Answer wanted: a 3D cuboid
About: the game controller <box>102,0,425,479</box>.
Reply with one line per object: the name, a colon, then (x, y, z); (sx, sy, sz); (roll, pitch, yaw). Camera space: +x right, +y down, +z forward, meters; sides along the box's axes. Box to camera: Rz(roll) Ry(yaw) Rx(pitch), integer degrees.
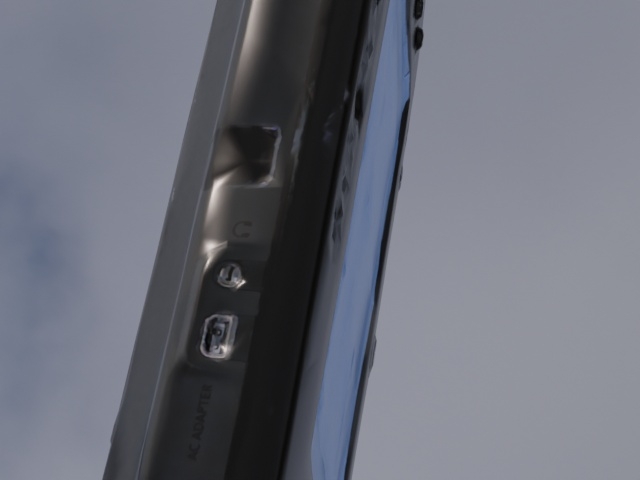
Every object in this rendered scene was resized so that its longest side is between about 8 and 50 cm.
game controller: (0.000, 0.000, 0.507); (0.067, 0.166, 0.319); (2, -121, 15)
